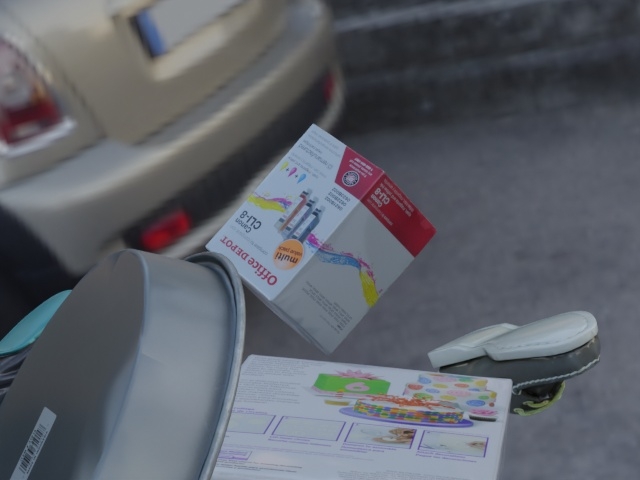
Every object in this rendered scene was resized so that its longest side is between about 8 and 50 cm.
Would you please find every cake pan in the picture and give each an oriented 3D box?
[{"bbox_3d":[-0.141,0.130,0.990,0.054,0.293,0.293,27,6,-20],"label":"cake pan"}]

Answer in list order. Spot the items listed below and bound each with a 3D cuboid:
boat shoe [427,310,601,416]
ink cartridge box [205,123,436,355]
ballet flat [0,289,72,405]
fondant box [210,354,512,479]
[{"bbox_3d":[0.218,0.139,1.848,0.109,0.091,0.305,-22,2,-23],"label":"boat shoe"},{"bbox_3d":[0.000,0.000,1.772,0.176,0.127,0.128,-50,47,-4],"label":"ink cartridge box"},{"bbox_3d":[-0.290,0.128,1.618,0.074,0.074,0.203,4,36,44],"label":"ballet flat"},{"bbox_3d":[0.024,0.184,1.366,0.238,0.096,0.330,5,12,8],"label":"fondant box"}]
